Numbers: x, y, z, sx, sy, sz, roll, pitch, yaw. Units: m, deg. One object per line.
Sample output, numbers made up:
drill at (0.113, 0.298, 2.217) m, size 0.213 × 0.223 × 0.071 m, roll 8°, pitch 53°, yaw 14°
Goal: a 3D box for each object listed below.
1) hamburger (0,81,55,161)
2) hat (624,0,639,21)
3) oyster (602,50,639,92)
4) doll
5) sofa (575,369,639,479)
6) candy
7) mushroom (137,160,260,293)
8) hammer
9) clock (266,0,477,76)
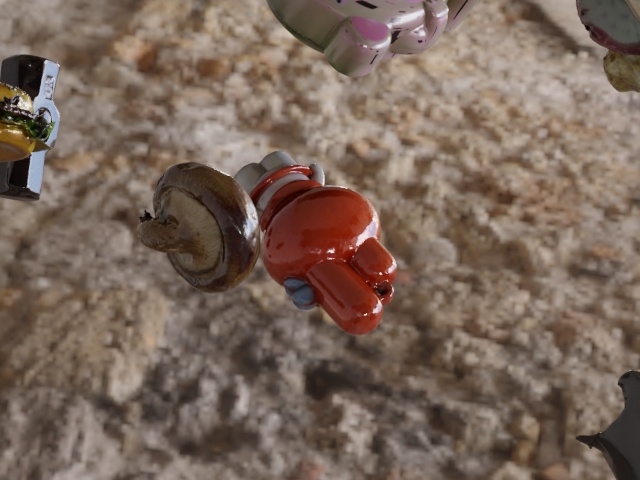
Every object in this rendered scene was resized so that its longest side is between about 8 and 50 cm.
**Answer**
hamburger at (-0.462, -0.169, 1.735) m, size 0.164 × 0.190 × 0.093 m, roll 87°, pitch 6°, yaw -76°
hat at (0.338, -0.186, 0.973) m, size 0.219 × 0.164 × 0.225 m, roll -8°, pitch 92°, yaw -56°
oyster at (0.436, -0.268, 1.366) m, size 0.294 × 0.166 × 0.094 m, roll -62°, pitch -178°, yaw -14°
doll at (0.000, 0.000, 1.548) m, size 0.290 × 0.161 × 0.129 m, roll 49°, pitch -27°, yaw 32°
sofa at (0.441, 0.257, 1.357) m, size 0.182 × 0.200 × 0.258 m, roll -50°, pitch -128°, yaw 36°
candy at (0.261, -0.203, 1.023) m, size 0.043 × 0.103 × 0.103 m, roll -28°, pitch 129°, yaw -63°
mushroom at (-0.106, -0.010, 1.137) m, size 0.087 × 0.127 × 0.127 m, roll -33°, pitch 145°, yaw -39°
hammer at (-0.638, -0.205, 2.161) m, size 0.095 × 0.409 × 0.242 m, roll 14°, pitch 83°, yaw -64°
clock at (0.054, -0.366, 1.689) m, size 0.309 × 0.284 × 0.114 m, roll -42°, pitch 175°, yaw -44°
